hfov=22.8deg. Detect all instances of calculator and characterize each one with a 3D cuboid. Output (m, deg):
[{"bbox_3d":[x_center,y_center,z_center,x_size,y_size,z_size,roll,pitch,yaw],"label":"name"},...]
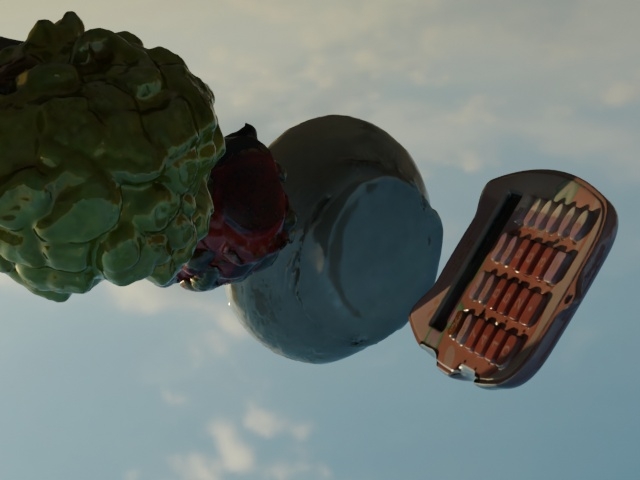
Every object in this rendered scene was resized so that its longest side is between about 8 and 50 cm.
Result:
[{"bbox_3d":[0.181,0.037,1.477,0.048,0.220,0.330,32,180,-13],"label":"calculator"}]

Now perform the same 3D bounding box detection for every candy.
[{"bbox_3d":[0.000,0.000,1.802,0.295,0.295,0.185,-19,-154,-26],"label":"candy"}]

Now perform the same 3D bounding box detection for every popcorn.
[{"bbox_3d":[-0.180,-0.065,1.164,0.217,0.181,0.235,11,-140,-4],"label":"popcorn"}]

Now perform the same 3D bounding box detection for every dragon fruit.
[{"bbox_3d":[-0.110,-0.027,1.535,0.172,0.160,0.166,-15,-138,49],"label":"dragon fruit"}]

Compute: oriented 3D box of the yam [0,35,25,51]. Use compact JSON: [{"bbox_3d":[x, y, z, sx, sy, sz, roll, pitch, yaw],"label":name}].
[{"bbox_3d":[-0.354,-0.199,1.843,0.317,0.071,0.067,9,159,-28],"label":"yam"}]
